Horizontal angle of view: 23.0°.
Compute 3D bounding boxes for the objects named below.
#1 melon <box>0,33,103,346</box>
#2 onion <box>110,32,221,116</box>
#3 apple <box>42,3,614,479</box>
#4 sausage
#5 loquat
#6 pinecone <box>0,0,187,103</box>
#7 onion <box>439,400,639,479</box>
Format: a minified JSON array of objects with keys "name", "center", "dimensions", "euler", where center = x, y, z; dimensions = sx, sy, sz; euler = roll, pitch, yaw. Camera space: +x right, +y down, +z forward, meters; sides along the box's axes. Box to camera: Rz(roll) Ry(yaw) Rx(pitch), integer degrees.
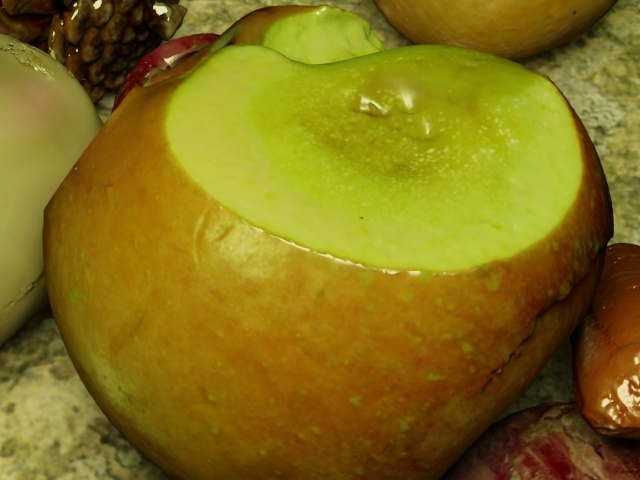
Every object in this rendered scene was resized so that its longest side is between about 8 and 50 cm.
[{"name":"melon","center":[-0.292,-0.023,1.186],"dimensions":[0.223,0.223,0.317],"euler":[33,61,15]},{"name":"onion","center":[-0.114,-0.102,1.336],"dimensions":[0.150,0.150,0.140],"euler":[-27,21,-21]},{"name":"apple","center":[0.000,0.000,1.104],"dimensions":[0.384,0.374,0.374],"euler":[-46,66,11]},{"name":"sausage","center":[0.232,0.070,1.157],"dimensions":[0.102,0.102,0.330],"euler":[13,14,3]},{"name":"loquat","center":[0.152,-0.283,1.385],"dimensions":[0.263,0.263,0.263],"euler":[3,57,-4]},{"name":"pinecone","center":[-0.229,-0.245,1.344],"dimensions":[0.272,0.224,0.224],"euler":[31,59,21]},{"name":"onion","center":[0.219,0.210,1.094],"dimensions":[0.227,0.120,0.283],"euler":[-10,39,-24]}]
